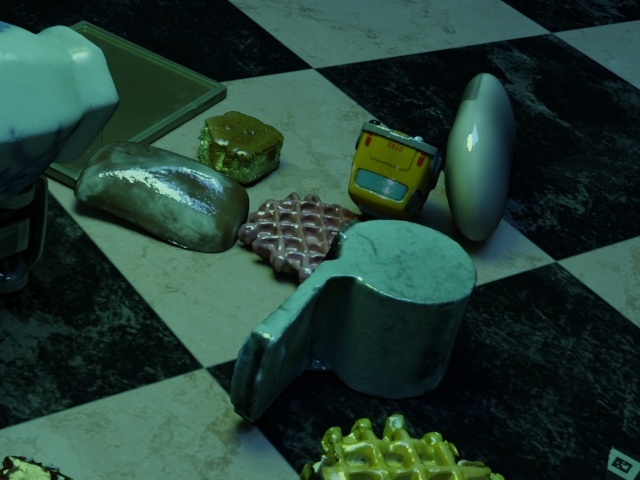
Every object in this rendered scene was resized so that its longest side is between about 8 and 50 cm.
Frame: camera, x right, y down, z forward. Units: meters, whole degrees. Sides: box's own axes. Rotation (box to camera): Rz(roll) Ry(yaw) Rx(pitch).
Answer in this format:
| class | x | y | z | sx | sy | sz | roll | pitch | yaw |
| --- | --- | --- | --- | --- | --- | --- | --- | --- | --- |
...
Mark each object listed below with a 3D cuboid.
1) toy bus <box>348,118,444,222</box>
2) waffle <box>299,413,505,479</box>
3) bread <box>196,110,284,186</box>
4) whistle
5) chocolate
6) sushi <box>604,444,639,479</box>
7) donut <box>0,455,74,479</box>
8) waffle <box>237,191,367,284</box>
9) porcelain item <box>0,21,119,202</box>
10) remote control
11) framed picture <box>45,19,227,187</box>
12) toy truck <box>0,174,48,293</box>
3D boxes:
| class | x | y | z | sx | sy | sz | roll | pitch | yaw |
| --- | --- | --- | --- | --- | --- | --- | --- | --- | --- |
| toy bus | 0.110 | -0.095 | 1.953 | 0.126 | 0.136 | 0.209 | 21 | -3 | 9 |
| waffle | 0.104 | 0.320 | 1.448 | 0.312 | 0.060 | 0.307 | 36 | 37 | 30 |
| bread | -0.134 | -0.152 | 2.061 | 0.128 | 0.069 | 0.140 | 25 | 34 | 19 |
| whistle | 0.036 | 0.098 | 1.655 | 0.405 | 0.168 | 0.188 | -9 | 40 | -31 |
| chocolate | -0.227 | -0.083 | 1.892 | 0.254 | 0.080 | 0.157 | 22 | 35 | 2 |
| sushi | 0.465 | 0.366 | 1.523 | 0.280 | 0.043 | 0.192 | 19 | 33 | 8 |
| donut | -0.320 | 0.322 | 1.257 | 0.216 | 0.096 | 0.230 | 33 | 37 | 23 |
| waffle | 0.000 | 0.000 | 1.893 | 0.234 | 0.055 | 0.221 | 31 | 35 | 29 |
| porcelain item | -0.434 | -0.130 | 1.463 | 0.405 | 0.242 | 0.178 | -22 | 72 | -47 |
| remote control | 0.259 | -0.137 | 2.047 | 0.104 | 0.221 | 0.332 | 3 | 30 | 14 |
| framed picture | -0.403 | -0.238 | 2.130 | 0.326 | 0.028 | 0.446 | 26 | 35 | 18 |
| toy truck | -0.544 | -0.008 | 1.595 | 0.207 | 0.173 | 0.388 | 35 | 38 | 28 |
